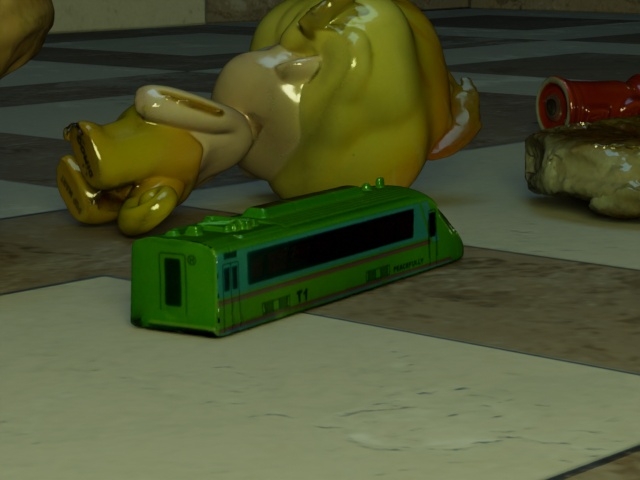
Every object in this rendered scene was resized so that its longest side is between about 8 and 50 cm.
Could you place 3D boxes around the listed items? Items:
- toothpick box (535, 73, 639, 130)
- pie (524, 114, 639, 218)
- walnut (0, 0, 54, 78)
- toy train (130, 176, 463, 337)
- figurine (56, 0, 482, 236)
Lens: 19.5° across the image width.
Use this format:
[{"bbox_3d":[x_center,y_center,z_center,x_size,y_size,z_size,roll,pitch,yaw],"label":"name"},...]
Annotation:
[{"bbox_3d":[0.203,-0.097,1.348,0.083,0.047,0.047,-5,11,-26],"label":"toothpick box"},{"bbox_3d":[0.213,-0.041,1.020,0.195,0.046,0.195,0,11,0],"label":"pie"},{"bbox_3d":[-0.242,-0.094,0.827,0.257,0.224,0.257,-5,16,1],"label":"walnut"},{"bbox_3d":[0.000,0.000,0.796,0.044,0.042,0.209,7,12,32],"label":"toy train"},{"bbox_3d":[-0.023,-0.067,1.006,0.246,0.131,0.156,-23,-21,-28],"label":"figurine"}]
